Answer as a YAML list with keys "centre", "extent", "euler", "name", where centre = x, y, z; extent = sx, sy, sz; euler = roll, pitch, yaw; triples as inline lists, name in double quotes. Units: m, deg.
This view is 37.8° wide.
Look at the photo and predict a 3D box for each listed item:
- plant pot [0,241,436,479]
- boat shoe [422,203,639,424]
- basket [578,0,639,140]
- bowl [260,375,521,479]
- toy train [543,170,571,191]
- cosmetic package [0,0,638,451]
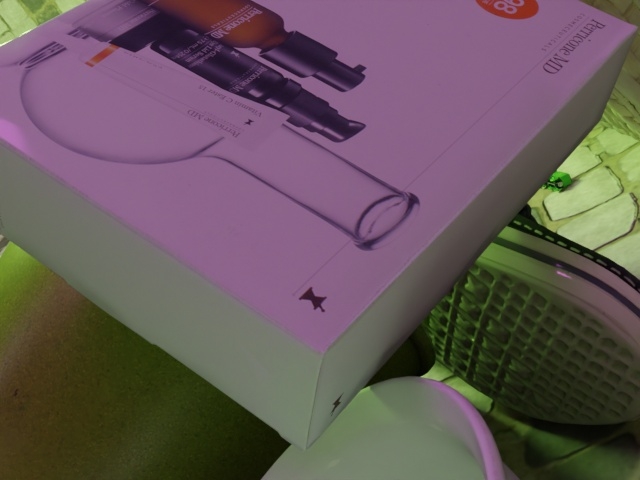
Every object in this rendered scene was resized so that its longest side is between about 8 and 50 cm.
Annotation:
- centre: [-0.154, 0.138, 0.770]
  extent: [0.353, 0.366, 0.366]
  euler: [-54, 24, -15]
  name: "plant pot"
- centre: [0.115, 0.007, 0.795]
  extent: [0.156, 0.187, 0.500]
  euler: [-36, 22, -14]
  name: "boat shoe"
- centre: [0.284, -0.319, 0.926]
  extent: [0.328, 0.331, 0.266]
  euler: [-52, 35, 5]
  name: "basket"
- centre: [0.029, 0.225, 0.449]
  extent: [0.298, 0.134, 0.298]
  euler: [-49, 16, 19]
  name: "bowl"
- centre: [0.248, -0.070, 1.032]
  extent: [0.024, 0.017, 0.083]
  euler: [-28, 18, -9]
  name: "toy train"
- centre: [-0.005, -0.087, 0.610]
  extent: [0.377, 0.284, 0.097]
  euler: [-43, -23, -37]
  name: "cosmetic package"
